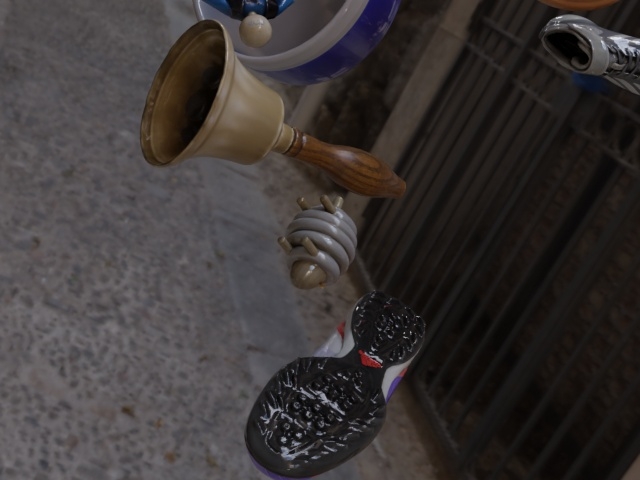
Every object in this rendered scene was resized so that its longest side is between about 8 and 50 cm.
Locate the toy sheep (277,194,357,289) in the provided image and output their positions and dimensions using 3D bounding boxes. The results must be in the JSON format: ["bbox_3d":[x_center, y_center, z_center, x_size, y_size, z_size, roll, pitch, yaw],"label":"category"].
[{"bbox_3d":[0.000,0.000,1.029,0.091,0.091,0.132,28,60,-1],"label":"toy sheep"}]

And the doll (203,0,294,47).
[{"bbox_3d":[-0.092,-0.303,1.072,0.129,0.046,0.189,-6,67,-19],"label":"doll"}]

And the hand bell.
[{"bbox_3d":[-0.020,-0.083,0.802,0.242,0.126,0.126,21,19,-36],"label":"hand bell"}]

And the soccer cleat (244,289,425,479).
[{"bbox_3d":[0.012,0.160,0.920,0.108,0.116,0.318,35,30,9],"label":"soccer cleat"}]

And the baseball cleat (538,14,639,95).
[{"bbox_3d":[0.350,-0.201,1.070,0.205,0.072,0.109,21,29,17],"label":"baseball cleat"}]

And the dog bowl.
[{"bbox_3d":[-0.029,-0.336,1.175,0.265,0.265,0.104,39,12,30],"label":"dog bowl"}]

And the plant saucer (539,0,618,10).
[{"bbox_3d":[0.279,-0.347,0.982,0.199,0.200,0.037,26,-1,-7],"label":"plant saucer"}]
